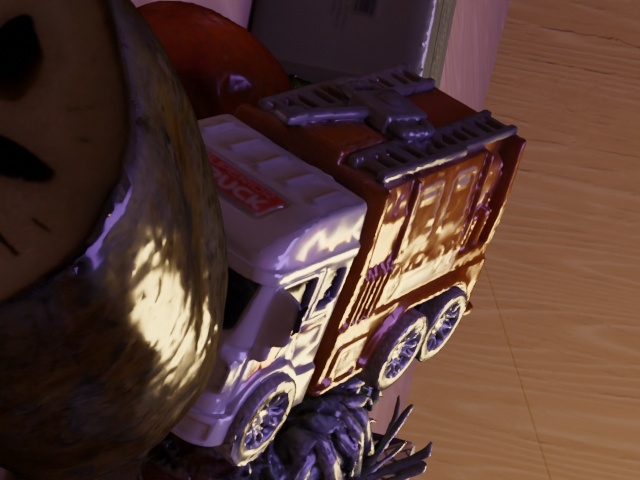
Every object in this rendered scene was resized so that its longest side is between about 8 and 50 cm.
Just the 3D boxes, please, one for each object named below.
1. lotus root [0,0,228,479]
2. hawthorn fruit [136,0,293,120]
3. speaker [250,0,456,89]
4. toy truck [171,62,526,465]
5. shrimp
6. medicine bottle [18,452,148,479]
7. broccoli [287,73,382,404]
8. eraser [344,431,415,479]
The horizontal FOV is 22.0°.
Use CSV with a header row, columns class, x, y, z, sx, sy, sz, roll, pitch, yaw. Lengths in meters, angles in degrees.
class,x,y,z,sx,sy,sz,roll,pitch,yaw
lotus root,-0.167,0.004,0.869,0.346,0.250,0.250,88,17,-63
hawthorn fruit,-0.140,-0.098,1.215,0.285,0.165,0.165,-5,109,-55
speaker,0.044,-0.266,1.728,0.183,0.184,0.406,-10,112,-79
toy truck,-0.008,-0.006,1.174,0.387,0.173,0.207,-23,141,-57
shrimp,-0.032,0.147,1.297,0.410,0.221,0.166,-30,145,-61
medicine bottle,-0.171,0.260,1.348,0.131,0.131,0.250,-67,164,-44
broccoli,0.000,0.000,1.526,0.283,0.321,0.304,-12,-127,63
eraser,0.000,0.279,2.016,0.124,0.210,0.068,-64,163,-50
